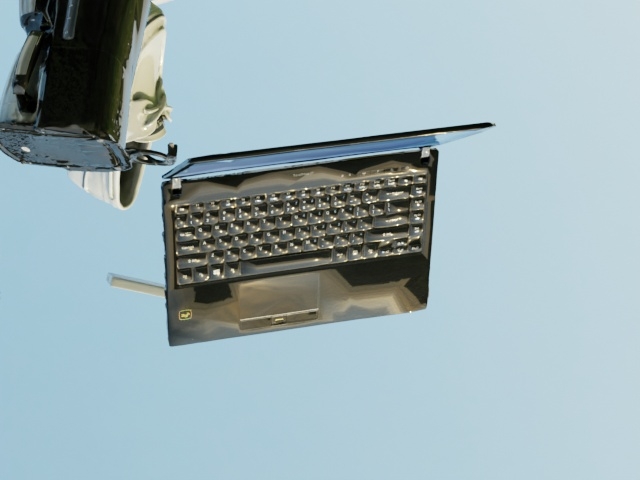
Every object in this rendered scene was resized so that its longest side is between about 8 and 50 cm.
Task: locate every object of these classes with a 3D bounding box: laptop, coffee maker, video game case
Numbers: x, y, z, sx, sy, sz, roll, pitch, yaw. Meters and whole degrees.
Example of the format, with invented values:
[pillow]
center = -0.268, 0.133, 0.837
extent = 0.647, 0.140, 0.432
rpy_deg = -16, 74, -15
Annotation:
[laptop]
center = 0.000, 0.000, 1.275
extent = 0.234, 0.264, 0.136
rpy_deg = -7, -144, -13
[coffee maker]
center = -0.209, -0.160, 1.502
extent = 0.171, 0.120, 0.178
rpy_deg = 12, -108, -13
[video game case]
center = -0.168, 0.047, 1.607
extent = 0.087, 0.011, 0.122
rpy_deg = 12, 179, -9

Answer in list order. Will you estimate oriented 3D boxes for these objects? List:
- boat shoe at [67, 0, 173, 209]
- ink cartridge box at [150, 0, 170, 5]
[boat shoe]
center = -0.201, -0.143, 1.763
extent = 0.084, 0.258, 0.095
rpy_deg = 35, -136, 13
[ink cartridge box]
center = -0.253, -0.399, 2.055
extent = 0.273, 0.114, 0.197
rpy_deg = -21, -95, -30
